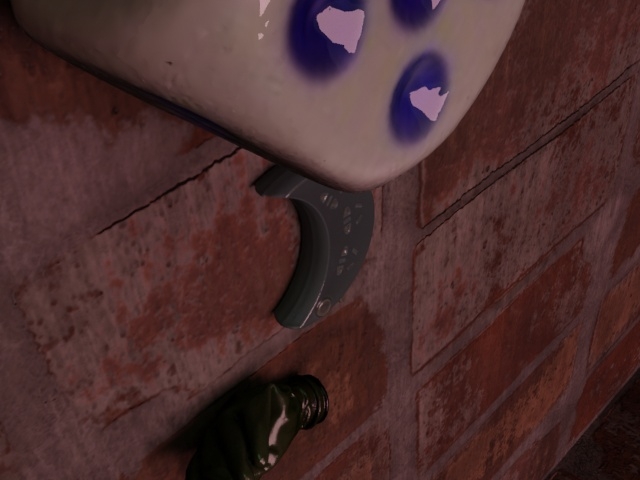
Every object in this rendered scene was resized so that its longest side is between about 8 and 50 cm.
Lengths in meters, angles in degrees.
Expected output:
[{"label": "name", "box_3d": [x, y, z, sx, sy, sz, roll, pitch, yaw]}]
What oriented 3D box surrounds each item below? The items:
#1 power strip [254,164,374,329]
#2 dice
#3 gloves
[{"label": "power strip", "box_3d": [0.000, 0.000, 0.966, 0.167, 0.054, 0.253, -36, 137, -30]}, {"label": "dice", "box_3d": [-0.024, -0.223, 0.594, 0.304, 0.277, 0.304, 22, 94, -53]}, {"label": "gloves", "box_3d": [-0.084, 0.249, 0.994, 0.268, 0.107, 0.135, -29, 132, -61]}]
